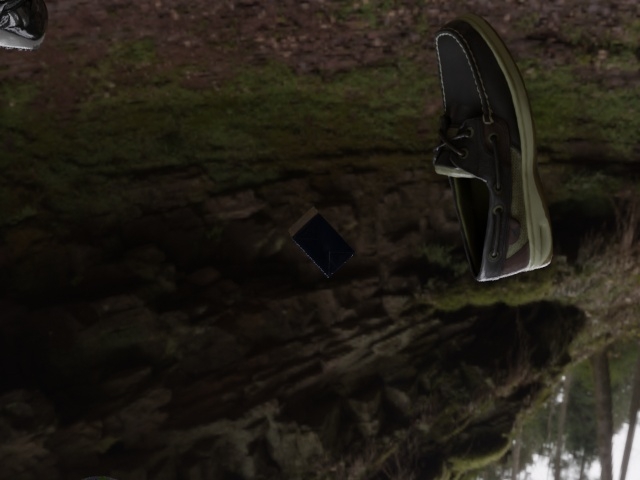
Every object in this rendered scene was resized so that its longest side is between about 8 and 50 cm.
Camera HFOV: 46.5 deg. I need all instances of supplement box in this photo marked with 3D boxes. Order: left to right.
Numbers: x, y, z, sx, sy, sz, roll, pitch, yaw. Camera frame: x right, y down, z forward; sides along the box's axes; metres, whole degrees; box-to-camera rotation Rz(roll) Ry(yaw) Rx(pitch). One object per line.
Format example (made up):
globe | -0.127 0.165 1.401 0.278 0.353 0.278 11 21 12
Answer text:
supplement box | 0.000 0.000 1.129 0.056 0.083 0.083 -42 -167 2

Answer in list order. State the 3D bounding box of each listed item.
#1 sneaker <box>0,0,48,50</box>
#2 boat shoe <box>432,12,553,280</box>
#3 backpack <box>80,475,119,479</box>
sneaker | -0.395 -0.315 0.937 0.107 0.124 0.283 36 -164 -10
boat shoe | 0.130 -0.069 0.613 0.073 0.224 0.080 -24 -163 -15
backpack | -0.110 0.193 0.411 0.114 0.105 0.084 28 -157 6
